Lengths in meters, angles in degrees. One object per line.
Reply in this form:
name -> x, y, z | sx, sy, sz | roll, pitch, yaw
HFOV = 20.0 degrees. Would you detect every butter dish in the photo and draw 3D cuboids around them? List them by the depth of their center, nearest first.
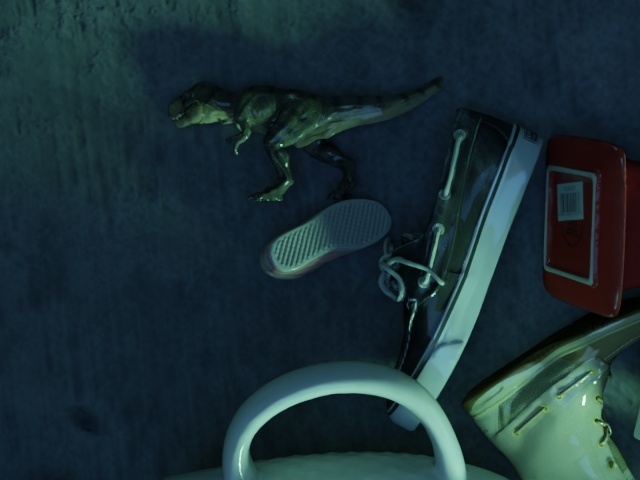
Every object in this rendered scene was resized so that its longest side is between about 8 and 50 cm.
butter dish -> 0.284, -0.017, 1.696 | 0.118, 0.160, 0.160 | -2, 97, -18

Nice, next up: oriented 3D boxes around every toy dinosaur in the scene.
toy dinosaur -> -0.016, -0.097, 1.743 | 0.268, 0.064, 0.118 | -1, 90, 2

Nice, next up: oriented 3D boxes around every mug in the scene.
mug -> 0.027, 0.286, 1.663 | 0.328, 0.276, 0.374 | -9, 109, 1

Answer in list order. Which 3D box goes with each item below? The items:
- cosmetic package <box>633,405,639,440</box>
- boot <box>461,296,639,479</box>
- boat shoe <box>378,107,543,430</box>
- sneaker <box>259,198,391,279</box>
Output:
cosmetic package -> 0.412, 0.139, 1.658 | 0.183, 0.151, 0.151 | 8, 97, -19
boot -> 0.265, 0.165, 1.740 | 0.213, 0.077, 0.165 | -33, 92, 12
boat shoe -> 0.108, 0.025, 1.717 | 0.105, 0.113, 0.306 | 22, 97, 0
sneaker -> 0.000, 0.000, 1.761 | 0.134, 0.070, 0.051 | -22, 85, -22
